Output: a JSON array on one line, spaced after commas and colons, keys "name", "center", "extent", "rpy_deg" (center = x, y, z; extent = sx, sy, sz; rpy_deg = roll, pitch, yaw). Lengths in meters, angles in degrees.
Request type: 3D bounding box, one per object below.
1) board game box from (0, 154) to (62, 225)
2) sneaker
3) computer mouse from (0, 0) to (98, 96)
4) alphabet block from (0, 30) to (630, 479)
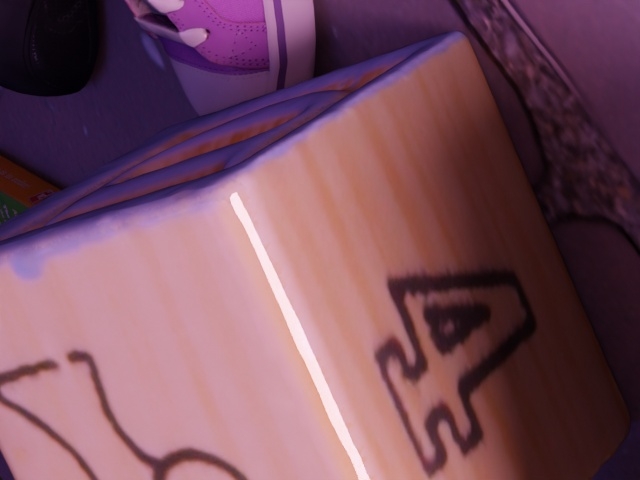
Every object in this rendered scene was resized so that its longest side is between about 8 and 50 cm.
[{"name": "board game box", "center": [-0.202, 0.006, 1.306], "extent": [0.259, 0.039, 0.124], "rpy_deg": [30, 142, 48]}, {"name": "sneaker", "center": [-0.106, -0.151, 0.858], "extent": [0.102, 0.161, 0.282], "rpy_deg": [18, 133, 51]}, {"name": "computer mouse", "center": [-0.187, -0.183, 1.058], "extent": [0.188, 0.072, 0.272], "rpy_deg": [41, 147, 30]}, {"name": "alphabet block", "center": [-0.014, 0.049, 0.805], "extent": [0.192, 0.193, 0.197], "rpy_deg": [-14, 104, 40]}]
